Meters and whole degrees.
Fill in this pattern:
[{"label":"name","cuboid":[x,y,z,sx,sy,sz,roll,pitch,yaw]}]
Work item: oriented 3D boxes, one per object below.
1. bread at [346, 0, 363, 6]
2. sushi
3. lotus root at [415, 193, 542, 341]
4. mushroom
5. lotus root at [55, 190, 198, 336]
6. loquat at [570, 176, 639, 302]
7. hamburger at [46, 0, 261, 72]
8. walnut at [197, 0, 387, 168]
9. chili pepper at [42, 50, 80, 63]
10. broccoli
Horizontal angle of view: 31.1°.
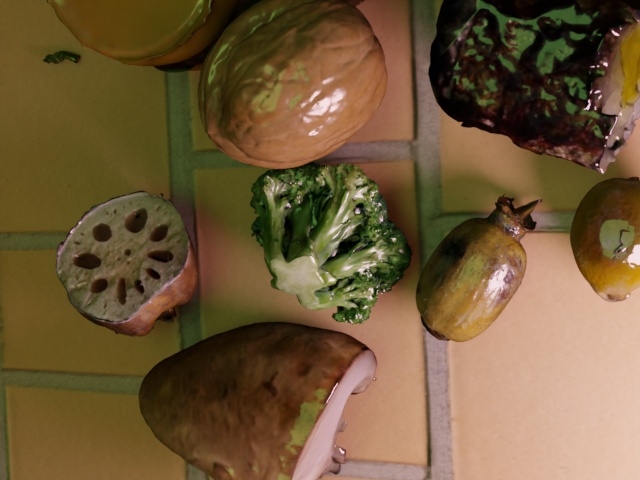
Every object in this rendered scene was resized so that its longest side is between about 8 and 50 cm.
[{"label":"bread","cuboid":[0.134,-0.536,1.876,0.416,0.113,0.165,-32,78,27]},{"label":"sushi","cuboid":[0.346,-0.273,1.695,0.294,0.299,0.281,21,126,26]},{"label":"lotus root","cuboid":[0.257,0.039,1.849,0.154,0.154,0.278,41,106,18]},{"label":"mushroom","cuboid":[-0.133,0.254,2.020,0.397,0.224,0.314,26,108,24]},{"label":"lotus root","cuboid":[-0.334,0.064,2.116,0.272,0.192,0.272,-9,56,14]},{"label":"loquat","cuboid":[0.455,-0.002,1.742,0.152,0.152,0.195,14,92,25]},{"label":"hamburger","cuboid":[-0.268,-0.487,1.990,0.395,0.277,0.396,3,98,25]},{"label":"walnut","cuboid":[-0.051,-0.253,1.848,0.313,0.252,0.277,-36,56,-8]},{"label":"chili pepper","cuboid":[-0.511,-0.362,2.270,0.083,0.022,0.027,2,94,23]},{"label":"broccoli","cuboid":[0.000,0.000,1.915,0.294,0.245,0.265,37,127,-14]}]
